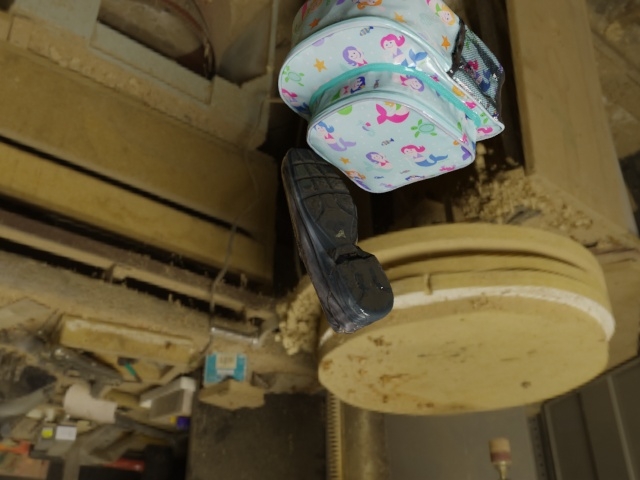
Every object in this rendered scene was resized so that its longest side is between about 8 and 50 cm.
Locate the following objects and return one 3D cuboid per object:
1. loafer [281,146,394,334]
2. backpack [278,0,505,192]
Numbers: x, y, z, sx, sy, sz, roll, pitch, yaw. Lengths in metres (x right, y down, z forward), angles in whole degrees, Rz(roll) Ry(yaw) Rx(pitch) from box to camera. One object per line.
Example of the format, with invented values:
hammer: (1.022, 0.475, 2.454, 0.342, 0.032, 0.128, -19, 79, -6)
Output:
loafer: (0.000, 0.000, 0.587, 0.062, 0.170, 0.061, -3, 154, -38)
backpack: (0.077, -0.189, 0.835, 0.225, 0.191, 0.253, -15, 137, 42)
